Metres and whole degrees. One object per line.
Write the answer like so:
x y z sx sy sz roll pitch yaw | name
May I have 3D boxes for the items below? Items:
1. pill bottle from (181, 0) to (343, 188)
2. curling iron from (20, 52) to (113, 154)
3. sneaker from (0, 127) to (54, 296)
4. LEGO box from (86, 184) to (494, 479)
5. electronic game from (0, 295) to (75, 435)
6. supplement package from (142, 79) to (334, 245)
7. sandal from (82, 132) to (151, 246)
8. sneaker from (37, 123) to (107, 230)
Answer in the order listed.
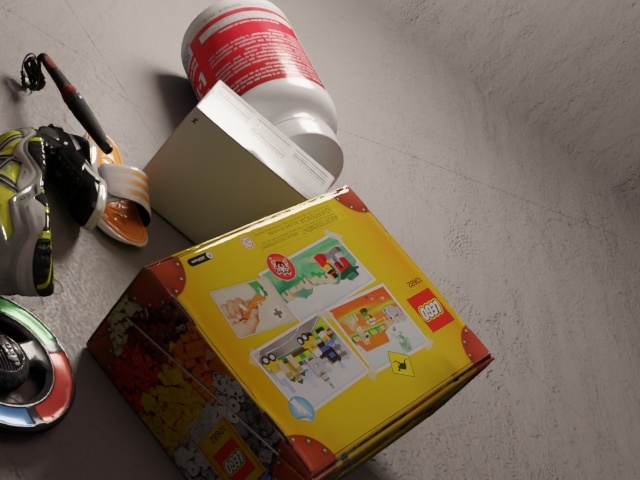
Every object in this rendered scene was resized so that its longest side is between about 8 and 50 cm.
-0.105 -0.259 2.470 0.229 0.229 0.407 19 32 -39 | pill bottle
-0.410 -0.221 2.150 0.274 0.068 0.035 43 21 32 | curling iron
-0.452 -0.052 1.826 0.147 0.145 0.384 -4 27 -12 | sneaker
-0.029 0.164 1.958 0.372 0.193 0.500 51 38 13 | LEGO box
-0.416 0.154 1.690 0.229 0.048 0.229 32 29 -20 | electronic game
-0.149 -0.098 2.233 0.262 0.204 0.145 40 26 -7 | supplement package
-0.330 -0.104 2.138 0.102 0.076 0.265 18 37 -40 | sandal
-0.406 -0.101 2.044 0.121 0.079 0.217 22 26 -30 | sneaker
